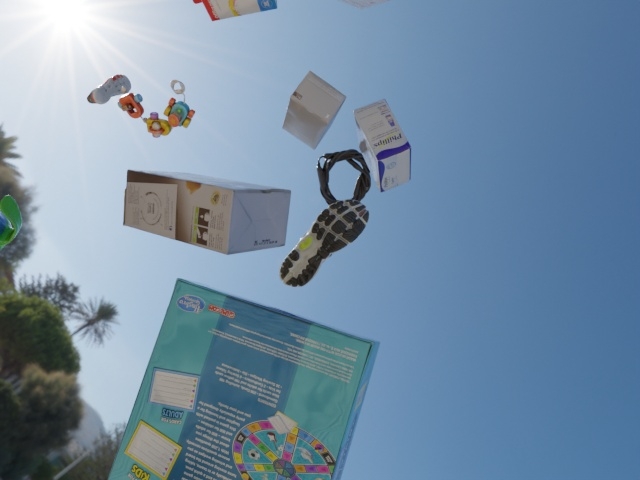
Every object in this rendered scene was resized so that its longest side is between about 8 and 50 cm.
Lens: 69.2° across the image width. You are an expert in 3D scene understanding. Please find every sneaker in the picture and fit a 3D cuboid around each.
[{"bbox_3d":[0.000,0.000,1.163,0.107,0.279,0.118,48,-3,-4],"label":"sneaker"},{"bbox_3d":[-0.647,-0.460,1.409,0.065,0.158,0.061,0,-56,29],"label":"sneaker"}]

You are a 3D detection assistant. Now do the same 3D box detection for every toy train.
[{"bbox_3d":[-0.359,-0.281,1.007,0.166,0.046,0.125,-8,-52,19],"label":"toy train"}]

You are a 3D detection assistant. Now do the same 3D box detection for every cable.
[{"bbox_3d":[0.070,-0.170,1.314,0.047,0.150,0.184,-110,-174,-59],"label":"cable"}]

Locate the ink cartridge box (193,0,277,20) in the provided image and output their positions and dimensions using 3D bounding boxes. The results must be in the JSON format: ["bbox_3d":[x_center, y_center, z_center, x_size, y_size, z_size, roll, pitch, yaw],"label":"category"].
[{"bbox_3d":[-0.239,-0.650,1.191,0.134,0.231,0.078,60,23,-73],"label":"ink cartridge box"}]

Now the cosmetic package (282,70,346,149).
[{"bbox_3d":[-0.024,-0.358,1.308,0.127,0.107,0.238,34,-13,-7],"label":"cosmetic package"}]

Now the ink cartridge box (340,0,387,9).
[{"bbox_3d":[0.108,-0.625,1.078,0.212,0.154,0.093,17,-78,53],"label":"ink cartridge box"}]

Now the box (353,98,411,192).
[{"bbox_3d":[0.129,-0.194,0.957,0.126,0.072,0.137,67,2,-65],"label":"box"}]

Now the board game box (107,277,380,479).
[{"bbox_3d":[-0.100,0.242,0.544,0.253,0.336,0.079,16,-7,17],"label":"board game box"}]

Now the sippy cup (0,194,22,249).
[{"bbox_3d":[-0.956,-0.076,1.177,0.240,0.305,0.224,43,-34,33],"label":"sippy cup"}]

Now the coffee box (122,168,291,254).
[{"bbox_3d":[-0.191,-0.054,0.766,0.246,0.141,0.098,13,-79,31],"label":"coffee box"}]
